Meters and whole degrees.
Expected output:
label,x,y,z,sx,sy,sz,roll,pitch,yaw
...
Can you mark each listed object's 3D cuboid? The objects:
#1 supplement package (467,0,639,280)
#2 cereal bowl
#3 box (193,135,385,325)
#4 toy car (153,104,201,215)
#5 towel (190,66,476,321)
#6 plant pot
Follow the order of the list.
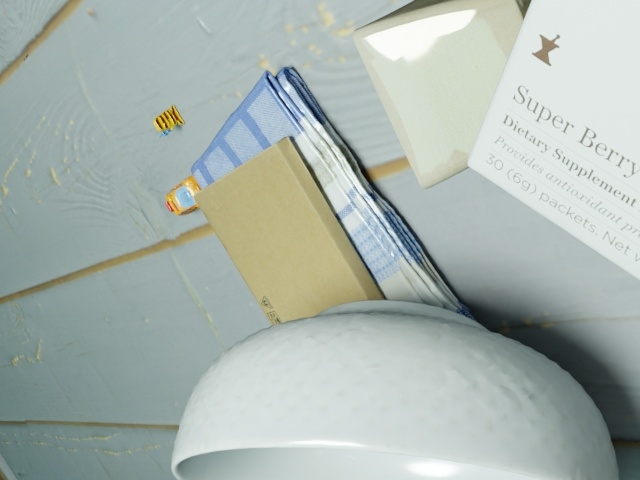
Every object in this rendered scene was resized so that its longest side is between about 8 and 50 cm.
label,x,y,z,sx,sy,sz,roll,pitch,yaw
supplement package,0.212,-0.127,0.320,0.177,0.175,0.293,37,140,22
cereal bowl,0.060,0.144,0.655,0.339,0.141,0.339,7,152,4
box,-0.026,0.018,0.759,0.164,0.021,0.201,-22,100,53
toy car,-0.161,-0.078,0.867,0.060,0.040,0.122,2,119,46
towel,0.000,0.000,0.763,0.285,0.034,0.209,54,143,1
plant pot,0.103,-0.111,0.514,0.096,0.109,0.109,-17,106,39
